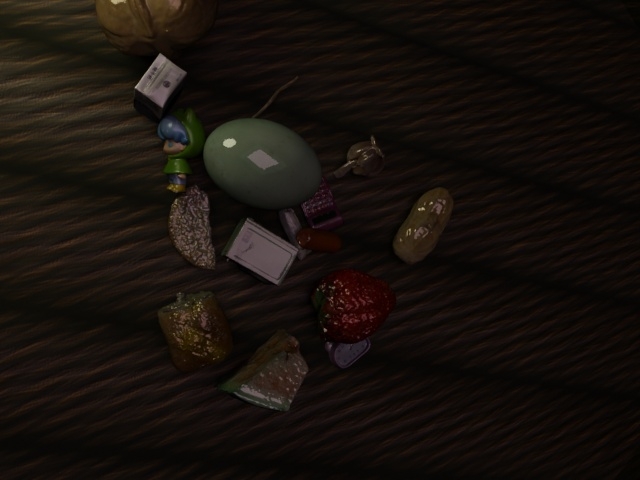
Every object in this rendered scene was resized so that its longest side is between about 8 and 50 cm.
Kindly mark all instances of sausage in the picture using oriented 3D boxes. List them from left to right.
[{"bbox_3d":[0.000,0.000,1.908,0.198,0.076,0.076,10,85,-47],"label":"sausage"}]

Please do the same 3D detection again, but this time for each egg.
[{"bbox_3d":[-0.178,-0.238,1.773,0.389,0.276,0.276,19,83,-20],"label":"egg"}]

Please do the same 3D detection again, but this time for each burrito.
[{"bbox_3d":[-0.088,-0.030,1.914,0.064,0.064,0.203,-28,100,-18],"label":"burrito"}]

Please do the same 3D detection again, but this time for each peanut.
[{"bbox_3d":[0.380,-0.058,2.035,0.152,0.152,0.313,39,75,-14],"label":"peanut"}]

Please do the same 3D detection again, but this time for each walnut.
[{"bbox_3d":[-0.477,-0.712,1.650,0.381,0.381,0.381,1,88,-19],"label":"walnut"}]

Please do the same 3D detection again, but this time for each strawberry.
[{"bbox_3d":[0.120,0.216,1.884,0.289,0.238,0.250,-6,93,-15],"label":"strawberry"}]

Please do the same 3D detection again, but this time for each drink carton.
[{"bbox_3d":[-0.487,-0.452,1.698,0.102,0.222,0.134,36,77,-15],"label":"drink carton"}]

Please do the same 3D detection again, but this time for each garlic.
[{"bbox_3d":[0.140,-0.272,1.982,0.194,0.127,0.131,-38,82,10],"label":"garlic"}]

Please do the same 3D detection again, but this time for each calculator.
[{"bbox_3d":[-0.007,-0.125,1.959,0.127,0.034,0.190,-22,90,-18],"label":"calculator"}]

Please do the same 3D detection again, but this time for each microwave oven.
[{"bbox_3d":[-0.200,0.039,1.837,0.205,0.129,0.163,33,81,-15],"label":"microwave oven"}]

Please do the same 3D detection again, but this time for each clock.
[{"bbox_3d":[0.096,0.371,1.971,0.153,0.050,0.110,-37,100,-17],"label":"clock"}]

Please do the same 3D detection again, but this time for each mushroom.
[{"bbox_3d":[-0.177,-0.474,1.917,0.286,0.028,0.026,-40,59,-17],"label":"mushroom"}]

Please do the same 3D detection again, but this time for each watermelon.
[{"bbox_3d":[-0.163,0.432,1.773,0.302,0.264,0.151,-36,101,-20],"label":"watermelon"}]

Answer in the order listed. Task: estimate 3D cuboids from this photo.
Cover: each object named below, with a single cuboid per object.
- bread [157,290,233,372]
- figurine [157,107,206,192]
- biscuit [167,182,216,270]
[{"bbox_3d":[-0.389,0.274,1.739,0.196,0.176,0.246,-20,95,-21],"label":"bread"},{"bbox_3d":[-0.437,-0.281,1.752,0.143,0.162,0.263,2,98,-29],"label":"figurine"},{"bbox_3d":[-0.419,-0.040,1.809,0.141,0.038,0.289,-6,89,-19],"label":"biscuit"}]
